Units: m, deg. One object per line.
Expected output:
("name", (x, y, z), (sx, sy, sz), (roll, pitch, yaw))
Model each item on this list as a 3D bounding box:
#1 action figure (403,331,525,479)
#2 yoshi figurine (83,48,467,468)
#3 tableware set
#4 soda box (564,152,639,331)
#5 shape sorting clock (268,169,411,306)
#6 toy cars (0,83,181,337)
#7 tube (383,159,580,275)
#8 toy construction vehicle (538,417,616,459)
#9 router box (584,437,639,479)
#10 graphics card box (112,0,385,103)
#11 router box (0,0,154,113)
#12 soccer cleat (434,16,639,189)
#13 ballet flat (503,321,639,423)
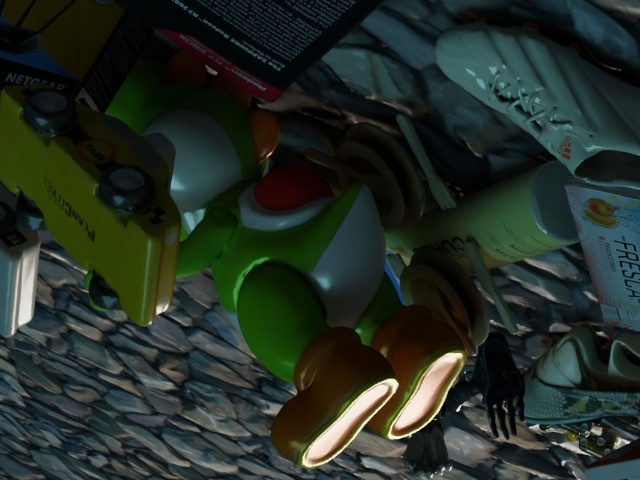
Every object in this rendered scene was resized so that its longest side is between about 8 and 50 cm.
("action figure", (0.053, 0.130, 1.636), (0.164, 0.141, 0.276), (10, 172, -24))
("yoshi figurine", (-0.074, 0.022, 1.444), (0.362, 0.203, 0.203), (49, 165, 23))
("tableware set", (0.063, 0.003, 1.431), (0.194, 0.039, 0.128), (62, 153, -9))
("soda box", (0.220, -0.006, 1.321), (0.058, 0.063, 0.183), (14, 152, 25))
("shape sorting clock", (0.000, 0.000, 1.595), (0.206, 0.040, 0.206), (12, 151, 7))
("toy cars", (-0.197, -0.026, 1.365), (0.394, 0.087, 0.176), (-7, 101, 55))
("tube", (0.124, -0.005, 1.436), (0.070, 0.062, 0.240), (62, 153, -4))
("toy construction vehicle", (0.219, 0.154, 1.683), (0.098, 0.035, 0.086), (24, 167, 16))
("router box", (0.384, 0.305, 1.515), (0.301, 0.082, 0.335), (-25, 87, 61))
("graphics card box", (-0.041, -0.230, 1.125), (0.233, 0.094, 0.371), (34, 156, -10))
("router box", (-0.218, -0.154, 1.414), (0.179, 0.133, 0.046), (13, 152, 30))
("soccer cleat", (0.158, -0.083, 1.221), (0.196, 0.076, 0.068), (23, 155, 12))
("ballet flat", (0.239, 0.107, 1.528), (0.221, 0.077, 0.079), (1, 126, 38))
